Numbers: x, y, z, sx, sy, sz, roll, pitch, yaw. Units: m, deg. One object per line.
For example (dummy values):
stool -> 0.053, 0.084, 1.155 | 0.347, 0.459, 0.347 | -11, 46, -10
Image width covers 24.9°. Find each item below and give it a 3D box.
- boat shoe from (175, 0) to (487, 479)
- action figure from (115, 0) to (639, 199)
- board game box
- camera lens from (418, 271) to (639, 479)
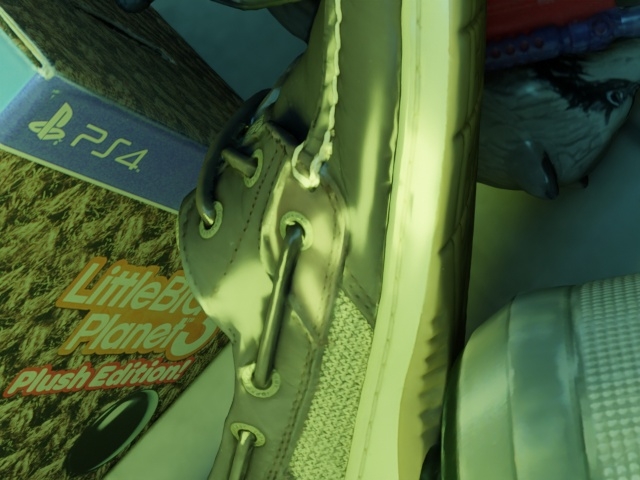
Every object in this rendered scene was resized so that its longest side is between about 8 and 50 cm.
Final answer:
boat shoe -> 0.000, 0.000, 0.447 | 0.092, 0.103, 0.285 | 7, 119, 8
action figure -> 0.086, -0.177, 0.542 | 0.341, 0.178, 0.330 | -4, 86, -3
board game box -> -0.169, 0.029, 0.541 | 0.291, 0.232, 0.141 | -47, 68, 9
camera lens -> 0.174, 0.102, 0.377 | 0.274, 0.219, 0.219 | -11, 76, 13
